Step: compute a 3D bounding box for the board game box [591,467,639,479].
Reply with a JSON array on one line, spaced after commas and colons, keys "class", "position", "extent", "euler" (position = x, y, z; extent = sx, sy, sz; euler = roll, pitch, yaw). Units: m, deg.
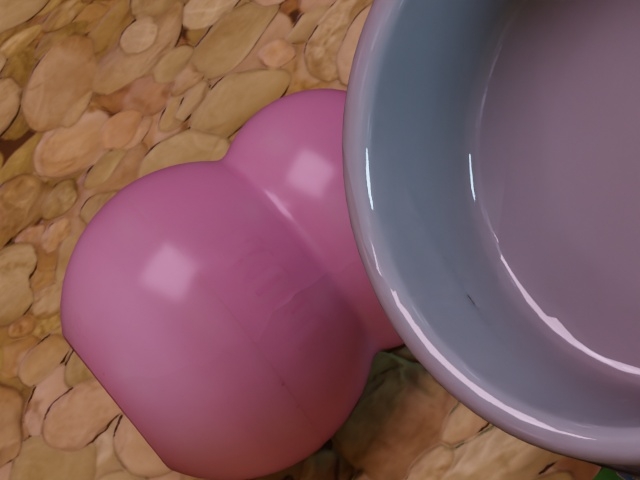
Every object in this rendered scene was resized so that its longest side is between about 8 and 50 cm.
[{"class": "board game box", "position": [0.271, 0.128, 0.959], "extent": [0.213, 0.046, 0.317], "euler": [-45, 25, -5]}]

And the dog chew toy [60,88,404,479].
[{"class": "dog chew toy", "position": [0.000, 0.000, 1.255], "extent": [0.332, 0.206, 0.206], "euler": [-38, 38, -7]}]

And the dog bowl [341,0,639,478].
[{"class": "dog bowl", "position": [0.162, -0.047, 0.962], "extent": [0.349, 0.102, 0.348], "euler": [0, 91, 35]}]
